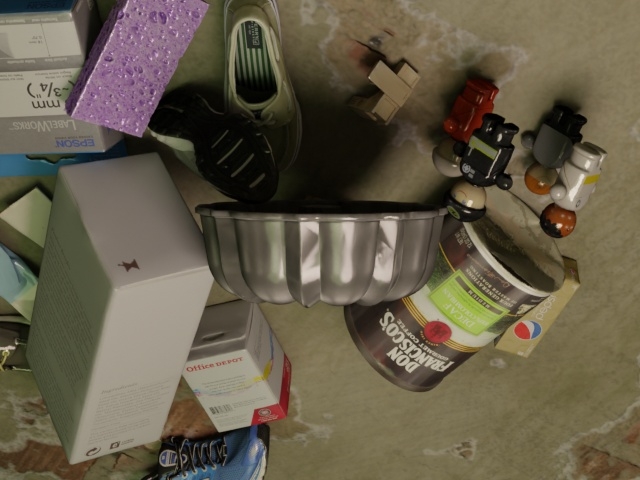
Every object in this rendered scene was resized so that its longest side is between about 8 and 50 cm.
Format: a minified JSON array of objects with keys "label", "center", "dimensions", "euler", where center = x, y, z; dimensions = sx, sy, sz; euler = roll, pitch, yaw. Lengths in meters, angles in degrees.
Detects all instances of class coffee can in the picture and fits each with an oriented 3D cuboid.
[{"label":"coffee can","center":[0.197,0.071,1.755],"dimensions":[0.201,0.201,0.275],"euler":[32,125,-21]}]

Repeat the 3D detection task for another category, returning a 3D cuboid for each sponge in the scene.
[{"label":"sponge","center":[-0.244,-0.243,1.552],"dimensions":[0.117,0.031,0.210],"euler":[16,109,-44]}]

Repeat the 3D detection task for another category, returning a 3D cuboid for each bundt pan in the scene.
[{"label":"bundt pan","center":[-0.001,0.015,1.533],"dimensions":[0.331,0.331,0.124],"euler":[1,95,3]}]

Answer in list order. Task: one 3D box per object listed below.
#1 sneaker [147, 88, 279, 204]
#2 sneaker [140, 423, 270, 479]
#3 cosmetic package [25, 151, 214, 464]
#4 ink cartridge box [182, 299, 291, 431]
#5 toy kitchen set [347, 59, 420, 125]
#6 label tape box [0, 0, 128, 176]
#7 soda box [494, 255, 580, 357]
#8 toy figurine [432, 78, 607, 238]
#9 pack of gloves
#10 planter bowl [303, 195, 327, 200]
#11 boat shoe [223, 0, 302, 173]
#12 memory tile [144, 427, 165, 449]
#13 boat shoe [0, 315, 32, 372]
[{"label":"sneaker","center":[-0.133,-0.119,1.610],"dimensions":[0.100,0.271,0.108],"euler":[-44,134,-7]},{"label":"sneaker","center":[-0.217,0.421,2.134],"dimensions":[0.147,0.130,0.330],"euler":[34,125,-27]},{"label":"cosmetic package","center":[-0.311,0.110,1.758],"dimensions":[0.161,0.230,0.453],"euler":[-12,145,-30]},{"label":"ink cartridge box","center":[-0.140,0.205,1.943],"dimensions":[0.128,0.127,0.176],"euler":[-13,129,16]},{"label":"toy kitchen set","center":[0.077,-0.217,1.629],"dimensions":[0.068,0.075,0.083],"euler":[39,83,-29]},{"label":"label tape box","center":[-0.414,-0.193,1.636],"dimensions":[0.240,0.106,0.334],"euler":[-2,130,6]},{"label":"soda box","center":[0.341,0.102,1.865],"dimensions":[0.061,0.058,0.181],"euler":[18,130,-11]},{"label":"toy figurine","center":[0.265,-0.104,1.593],"dimensions":[0.209,0.213,0.148],"euler":[15,116,-13]},{"label":"pack of gloves","center":[-0.445,0.028,1.884],"dimensions":[0.195,0.046,0.232],"euler":[-34,124,15]},{"label":"planter bowl","center":[0.000,0.000,1.753],"dimensions":[0.162,0.162,0.109],"euler":[21,103,-14]},{"label":"boat shoe","center":[-0.090,-0.203,1.610],"dimensions":[0.109,0.094,0.302],"euler":[-3,130,7]},{"label":"memory tile","center":[-0.335,0.325,2.138],"dimensions":[0.113,0.012,0.148],"euler":[12,131,-6]},{"label":"boat shoe","center":[-0.564,0.179,1.976],"dimensions":[0.305,0.091,0.109],"euler":[15,130,-8]}]
